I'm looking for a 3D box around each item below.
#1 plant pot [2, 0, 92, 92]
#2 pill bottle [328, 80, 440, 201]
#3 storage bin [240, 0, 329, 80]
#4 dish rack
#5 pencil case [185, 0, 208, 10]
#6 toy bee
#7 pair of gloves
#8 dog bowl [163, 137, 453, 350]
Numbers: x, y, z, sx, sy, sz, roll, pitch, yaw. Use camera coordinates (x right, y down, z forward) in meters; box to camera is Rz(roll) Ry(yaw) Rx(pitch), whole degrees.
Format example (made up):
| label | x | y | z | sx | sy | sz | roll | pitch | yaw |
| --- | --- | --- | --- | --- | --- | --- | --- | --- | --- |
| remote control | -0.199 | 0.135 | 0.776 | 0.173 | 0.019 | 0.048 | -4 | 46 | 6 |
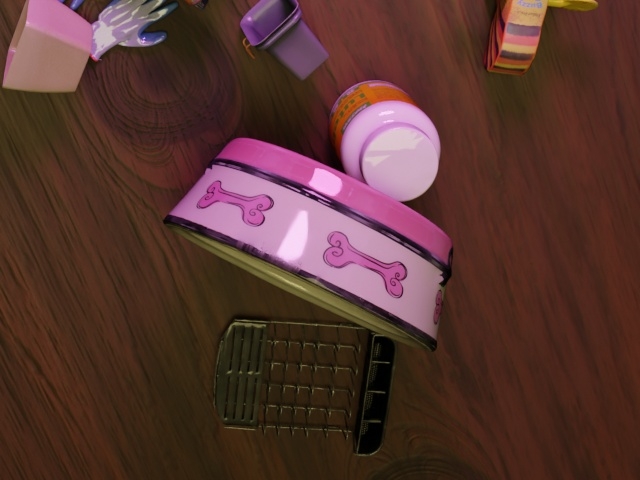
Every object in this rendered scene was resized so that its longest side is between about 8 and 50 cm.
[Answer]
| label | x | y | z | sx | sy | sz | roll | pitch | yaw |
| --- | --- | --- | --- | --- | --- | --- | --- | --- | --- |
| plant pot | -0.369 | -0.262 | 1.657 | 0.096 | 0.109 | 0.109 | 18 | 123 | -21 |
| pill bottle | 0.090 | -0.135 | 1.680 | 0.136 | 0.246 | 0.136 | -2 | 108 | -6 |
| storage bin | -0.049 | -0.279 | 1.684 | 0.098 | 0.135 | 0.091 | -41 | 117 | 7 |
| dish rack | -0.028 | 0.220 | 1.875 | 0.271 | 0.074 | 0.208 | 5 | 107 | -7 |
| pencil case | -0.229 | -0.442 | 1.614 | 0.284 | 0.124 | 0.124 | 40 | 100 | -16 |
| toy bee | 0.278 | -0.367 | 1.671 | 0.195 | 0.162 | 0.298 | -14 | 109 | 0 |
| pair of gloves | -0.298 | -0.345 | 1.688 | 0.159 | 0.023 | 0.198 | -35 | 107 | 6 |
| dog bowl | 0.000 | 0.000 | 1.652 | 0.408 | 0.408 | 0.150 | 27 | 84 | -14 |
